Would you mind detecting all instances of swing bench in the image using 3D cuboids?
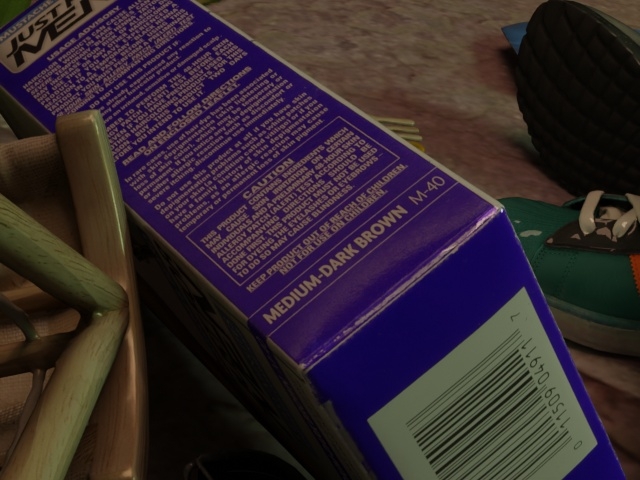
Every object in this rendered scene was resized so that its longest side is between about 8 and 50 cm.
[{"bbox_3d":[-0.209,0.054,0.548,0.253,0.165,0.254,-12,1,7],"label":"swing bench"}]

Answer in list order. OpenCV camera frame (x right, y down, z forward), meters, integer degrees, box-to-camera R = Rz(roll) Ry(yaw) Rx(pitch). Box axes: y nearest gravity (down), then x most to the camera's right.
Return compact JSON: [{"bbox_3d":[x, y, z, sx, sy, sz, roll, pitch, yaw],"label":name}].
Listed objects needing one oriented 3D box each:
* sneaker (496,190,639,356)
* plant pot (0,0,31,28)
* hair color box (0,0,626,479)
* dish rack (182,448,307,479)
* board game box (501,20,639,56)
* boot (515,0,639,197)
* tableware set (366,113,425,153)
[{"bbox_3d":[0.237,0.009,0.927,0.302,0.121,0.108,16,28,12],"label":"sneaker"},{"bbox_3d":[-0.338,-0.178,0.900,0.366,0.366,0.353,17,16,13],"label":"plant pot"},{"bbox_3d":[-0.024,0.006,0.741,0.110,0.185,0.339,-38,41,-10],"label":"hair color box"},{"bbox_3d":[-0.089,0.180,0.546,0.271,0.074,0.208,-8,32,-30],"label":"dish rack"},{"bbox_3d":[0.223,-0.147,1.317,0.133,0.033,0.169,1,23,-5],"label":"board game box"},{"bbox_3d":[0.310,-0.061,1.120,0.222,0.118,0.338,-9,44,-37],"label":"boot"},{"bbox_3d":[0.005,-0.057,1.085,0.154,0.024,0.104,3,31,-15],"label":"tableware set"}]
